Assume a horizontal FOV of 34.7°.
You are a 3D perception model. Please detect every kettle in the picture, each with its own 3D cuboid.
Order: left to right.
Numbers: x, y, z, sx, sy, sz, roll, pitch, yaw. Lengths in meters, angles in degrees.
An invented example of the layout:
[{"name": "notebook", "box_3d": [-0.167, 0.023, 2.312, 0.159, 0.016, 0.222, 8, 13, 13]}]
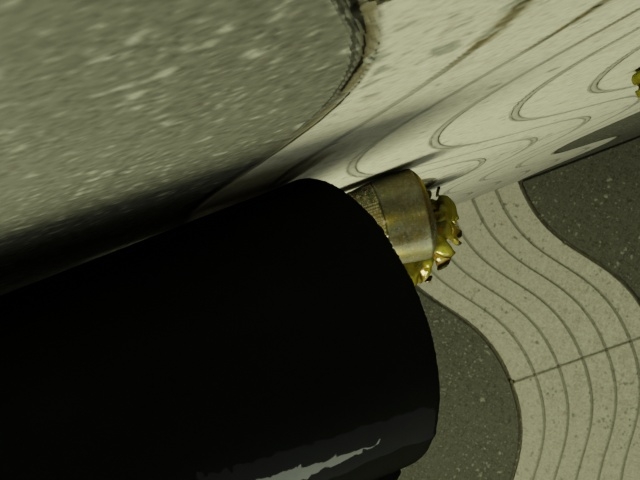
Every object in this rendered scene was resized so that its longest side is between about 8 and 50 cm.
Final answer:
[{"name": "kettle", "box_3d": [-0.107, 0.127, 0.640, 0.308, 0.262, 0.203, -21, -141, -27]}]

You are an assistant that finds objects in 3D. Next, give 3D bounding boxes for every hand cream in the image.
[{"name": "hand cream", "box_3d": [0.000, 0.000, 0.918, 0.203, 0.084, 0.084, -15, 177, -4]}]

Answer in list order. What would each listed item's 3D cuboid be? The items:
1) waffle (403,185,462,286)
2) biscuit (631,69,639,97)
[{"name": "waffle", "box_3d": [0.086, 0.028, 1.383, 0.280, 0.060, 0.262, -39, -162, -23]}, {"name": "biscuit", "box_3d": [0.291, -0.138, 0.820, 0.084, 0.023, 0.084, -20, 178, -1]}]
